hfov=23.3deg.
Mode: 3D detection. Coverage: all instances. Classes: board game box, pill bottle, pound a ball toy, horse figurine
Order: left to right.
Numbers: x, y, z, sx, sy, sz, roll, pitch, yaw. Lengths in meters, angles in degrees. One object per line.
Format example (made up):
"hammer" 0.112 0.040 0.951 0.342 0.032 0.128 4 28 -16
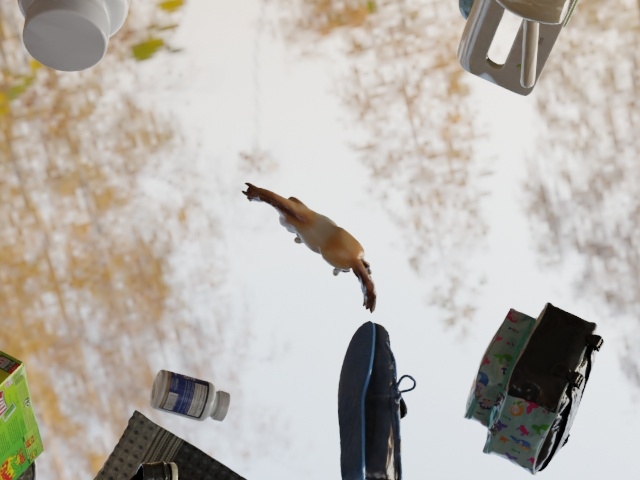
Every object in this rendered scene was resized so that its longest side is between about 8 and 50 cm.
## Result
"board game box" -0.422 0.241 2.044 0.043 0.181 0.092 23 -131 25
"pill bottle" -0.300 -0.328 1.918 0.136 0.136 0.245 -10 -131 14
"pill bottle" -0.209 0.253 2.502 0.120 0.067 0.067 17 -174 -17
"horse figurine" 0.000 0.000 2.428 0.066 0.263 0.174 -48 169 -8
"pound a ball toy" 0.222 -0.280 1.787 0.208 0.136 0.319 -61 173 -22

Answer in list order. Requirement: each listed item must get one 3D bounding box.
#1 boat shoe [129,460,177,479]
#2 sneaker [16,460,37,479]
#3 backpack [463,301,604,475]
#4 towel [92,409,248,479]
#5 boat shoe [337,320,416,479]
"boat shoe" -0.199 0.280 1.726 0.042 0.049 0.133 5 149 -24
"sneaker" -0.470 0.276 2.250 0.086 0.226 0.163 -38 168 -5
"backpack" 0.346 0.252 2.568 0.191 0.253 0.225 18 -133 18
"towel" -0.244 0.481 2.457 0.312 0.324 0.056 31 -173 4
"boat shoe" 0.077 0.243 2.196 0.089 0.258 0.109 18 152 -24
